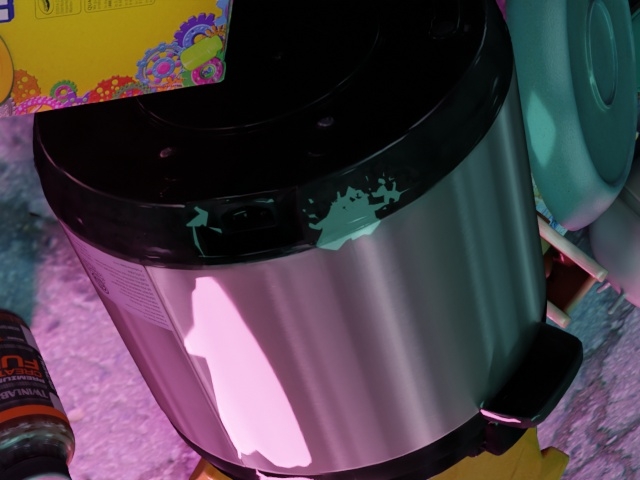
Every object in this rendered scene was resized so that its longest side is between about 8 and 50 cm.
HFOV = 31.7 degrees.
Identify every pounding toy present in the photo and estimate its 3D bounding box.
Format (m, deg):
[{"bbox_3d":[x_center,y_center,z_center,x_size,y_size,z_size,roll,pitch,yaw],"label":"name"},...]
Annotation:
[{"bbox_3d":[0.193,0.038,1.202,0.155,0.154,0.269,-52,141,5],"label":"pounding toy"}]

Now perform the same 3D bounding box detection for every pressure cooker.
[{"bbox_3d":[-0.005,0.003,0.934,0.375,0.370,0.420,-17,131,2],"label":"pressure cooker"}]

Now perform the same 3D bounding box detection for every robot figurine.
[{"bbox_3d":[0.473,-0.046,1.369,0.353,0.200,0.300,-45,169,11],"label":"robot figurine"}]

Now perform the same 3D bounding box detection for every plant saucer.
[{"bbox_3d":[0.241,-0.169,1.030,0.043,0.318,0.317,-4,151,28],"label":"plant saucer"}]

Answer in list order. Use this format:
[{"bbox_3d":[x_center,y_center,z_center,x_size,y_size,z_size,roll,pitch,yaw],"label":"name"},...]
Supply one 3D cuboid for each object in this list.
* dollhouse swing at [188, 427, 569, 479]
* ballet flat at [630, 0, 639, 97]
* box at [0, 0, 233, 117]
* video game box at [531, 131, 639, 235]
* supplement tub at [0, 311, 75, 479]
[{"bbox_3d":[0.045,0.276,1.354,0.315,0.346,0.305,-60,-177,-7],"label":"dollhouse swing"},{"bbox_3d":[0.451,-0.273,1.188,0.342,0.116,0.124,-42,176,31],"label":"ballet flat"},{"bbox_3d":[-0.174,-0.269,0.626,0.177,0.279,0.290,-13,135,-25],"label":"box"},{"bbox_3d":[0.244,-0.071,1.303,0.187,0.048,0.205,12,122,-38],"label":"video game box"},{"bbox_3d":[-0.291,0.165,1.044,0.106,0.198,0.106,-20,139,-19],"label":"supplement tub"}]
